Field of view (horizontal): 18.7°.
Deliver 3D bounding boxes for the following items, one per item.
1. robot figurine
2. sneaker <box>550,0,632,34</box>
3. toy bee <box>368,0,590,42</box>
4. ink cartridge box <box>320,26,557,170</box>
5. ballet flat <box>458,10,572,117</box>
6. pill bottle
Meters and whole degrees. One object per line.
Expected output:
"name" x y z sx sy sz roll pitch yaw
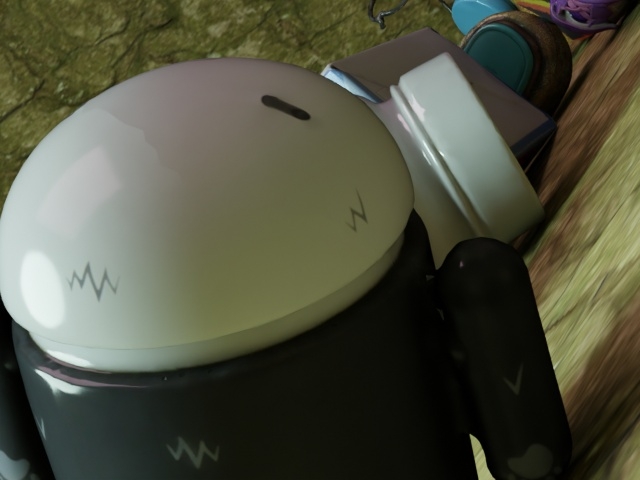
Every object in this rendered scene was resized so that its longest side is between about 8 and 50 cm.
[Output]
"robot figurine" -0.027 0.062 0.790 0.209 0.278 0.173 -20 27 -13
"sneaker" 0.231 -0.217 1.633 0.104 0.095 0.236 -64 -6 21
"toy bee" 0.207 -0.223 1.923 0.195 0.162 0.298 -49 25 -6
"ink cartridge box" -0.002 0.033 1.594 0.395 0.151 0.270 -53 -8 22
"ballet flat" 0.117 -0.058 1.761 0.348 0.123 0.123 -57 1 24
"pill bottle" 0.000 0.000 1.328 0.283 0.160 0.160 -30 3 4
